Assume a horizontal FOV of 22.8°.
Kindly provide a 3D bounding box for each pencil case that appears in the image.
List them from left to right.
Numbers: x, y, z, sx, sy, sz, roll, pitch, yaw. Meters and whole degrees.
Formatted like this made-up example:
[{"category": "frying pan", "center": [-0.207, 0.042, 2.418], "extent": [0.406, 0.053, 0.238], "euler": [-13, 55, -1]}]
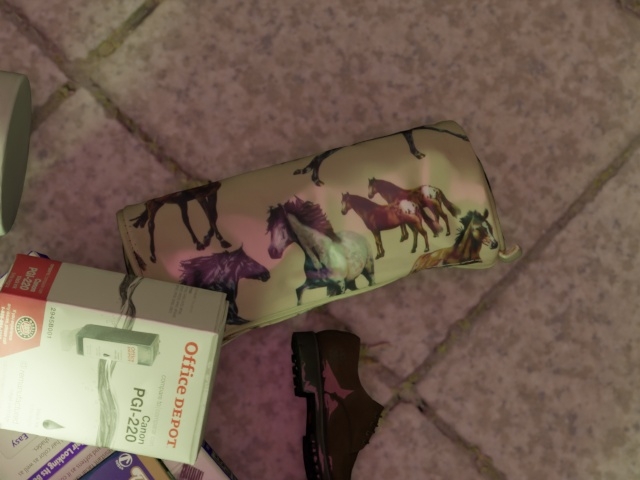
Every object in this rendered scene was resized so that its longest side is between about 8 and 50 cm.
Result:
[{"category": "pencil case", "center": [0.000, 0.000, 1.686], "extent": [0.410, 0.160, 0.184], "euler": [-16, 89, -4]}]

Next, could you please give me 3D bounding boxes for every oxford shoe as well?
[{"category": "oxford shoe", "center": [0.027, 0.209, 1.718], "extent": [0.096, 0.083, 0.227], "euler": [-4, 90, -12]}]

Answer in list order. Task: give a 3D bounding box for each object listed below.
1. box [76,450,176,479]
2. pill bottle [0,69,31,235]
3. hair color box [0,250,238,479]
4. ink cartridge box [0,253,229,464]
[{"category": "box", "center": [-0.234, 0.317, 1.616], "extent": [0.225, 0.036, 0.136], "euler": [-37, 90, -2]}, {"category": "pill bottle", "center": [-0.493, -0.111, 1.642], "extent": [0.361, 0.204, 0.204], "euler": [8, 87, -2]}, {"category": "hair color box", "center": [-0.259, 0.197, 1.688], "extent": [0.185, 0.110, 0.339], "euler": [-40, 88, -4]}, {"category": "ink cartridge box", "center": [-0.211, 0.118, 1.570], "extent": [0.217, 0.092, 0.159], "euler": [10, 114, -4]}]
